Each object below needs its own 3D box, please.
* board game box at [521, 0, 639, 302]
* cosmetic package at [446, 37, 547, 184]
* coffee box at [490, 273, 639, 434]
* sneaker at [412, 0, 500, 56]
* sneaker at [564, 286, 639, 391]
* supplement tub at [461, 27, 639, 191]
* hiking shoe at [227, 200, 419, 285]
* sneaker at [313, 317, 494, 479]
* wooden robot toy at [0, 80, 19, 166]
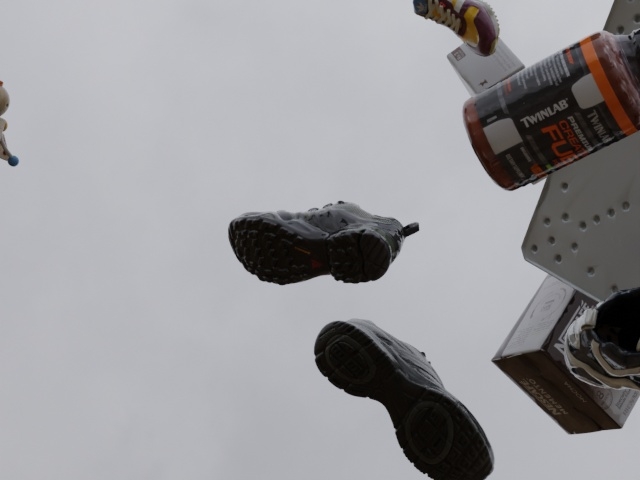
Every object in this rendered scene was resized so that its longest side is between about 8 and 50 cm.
[{"bbox_3d":[0.461,-0.076,1.334,0.390,0.050,0.389,34,-68,43],"label":"board game box"},{"bbox_3d":[0.287,-0.199,1.648,0.085,0.117,0.231,-34,-43,7],"label":"cosmetic package"},{"bbox_3d":[0.398,0.106,1.555,0.168,0.297,0.119,44,-27,-10],"label":"coffee box"},{"bbox_3d":[0.172,-0.313,1.502,0.084,0.185,0.069,-14,-37,-21],"label":"sneaker"},{"bbox_3d":[0.361,0.105,1.086,0.235,0.094,0.153,15,-19,17],"label":"sneaker"},{"bbox_3d":[0.243,-0.132,1.058,0.198,0.106,0.106,-27,-58,23],"label":"supplement tub"},{"bbox_3d":[0.000,0.000,1.297,0.227,0.114,0.086,8,-67,30],"label":"hiking shoe"},{"bbox_3d":[0.126,0.201,1.461,0.286,0.130,0.109,46,-67,10],"label":"sneaker"},{"bbox_3d":[-0.356,-0.134,1.126,0.076,0.079,0.173,21,-4,15],"label":"wooden robot toy"}]
